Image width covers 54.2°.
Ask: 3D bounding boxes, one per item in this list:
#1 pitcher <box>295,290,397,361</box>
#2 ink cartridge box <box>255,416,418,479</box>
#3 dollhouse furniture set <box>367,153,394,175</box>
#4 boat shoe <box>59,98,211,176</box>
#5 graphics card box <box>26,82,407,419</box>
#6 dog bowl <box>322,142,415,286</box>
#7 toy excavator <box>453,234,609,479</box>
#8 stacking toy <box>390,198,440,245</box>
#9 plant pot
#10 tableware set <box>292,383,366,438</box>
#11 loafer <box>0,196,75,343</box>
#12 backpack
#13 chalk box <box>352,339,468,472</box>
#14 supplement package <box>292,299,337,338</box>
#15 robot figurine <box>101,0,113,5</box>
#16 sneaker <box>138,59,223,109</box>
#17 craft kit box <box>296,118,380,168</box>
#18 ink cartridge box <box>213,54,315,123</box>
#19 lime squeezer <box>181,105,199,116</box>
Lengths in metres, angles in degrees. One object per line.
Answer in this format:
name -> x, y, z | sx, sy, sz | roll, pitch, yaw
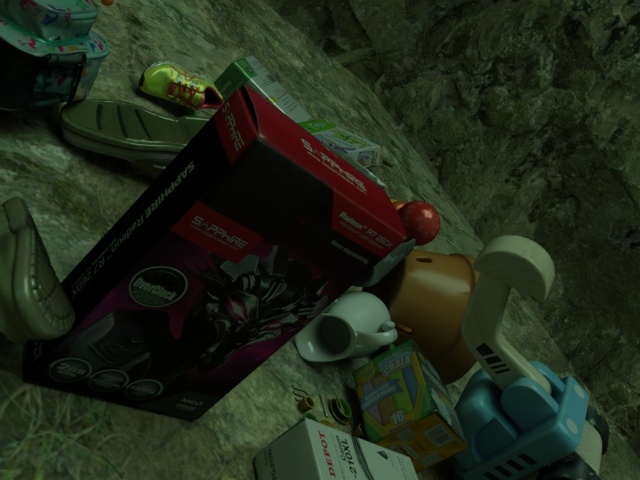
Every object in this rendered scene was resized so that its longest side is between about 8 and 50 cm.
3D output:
pitcher -> 0.075, 0.162, 1.148 | 0.207, 0.177, 0.126 | -8, 97, -64
ink cartridge box -> 0.042, 0.356, 0.819 | 0.237, 0.100, 0.172 | 33, 25, -37
dollhouse furniture set -> 0.065, -0.137, 1.620 | 0.161, 0.212, 0.242 | 28, 3, -44
boat shoe -> -0.292, -0.159, 1.070 | 0.302, 0.103, 0.113 | 5, 48, -33
graphics card box -> -0.115, 0.041, 0.680 | 0.232, 0.371, 0.094 | 31, 26, -42
dog bowl -> 0.011, -0.042, 1.227 | 0.348, 0.102, 0.349 | 31, -23, 14
toy excavator -> 0.341, 0.270, 1.131 | 0.445, 0.433, 0.222 | 46, 35, 4
stacking toy -> 0.133, -0.043, 1.337 | 0.141, 0.141, 0.330 | 40, -16, -22
plant pot -> 0.214, 0.140, 1.352 | 0.203, 0.291, 0.291 | 24, 27, -15
tableware set -> 0.021, 0.287, 1.014 | 0.154, 0.024, 0.104 | 33, 26, -37
loafer -> -0.311, 0.034, 0.611 | 0.268, 0.092, 0.102 | 30, -39, 58
backpack -> -0.438, -0.306, 0.919 | 0.225, 0.191, 0.253 | 34, 15, 1
chalk box -> 0.148, 0.278, 1.108 | 0.132, 0.132, 0.213 | 50, 15, -32
supplement package -> -0.111, 0.016, 1.059 | 0.262, 0.145, 0.204 | 42, 21, -16
robot figurine -> -0.516, -0.576, 1.333 | 0.219, 0.128, 0.158 | -92, 175, -60
sneaker -> -0.292, -0.326, 1.350 | 0.208, 0.082, 0.094 | -6, 43, -50
craft kit box -> -0.031, -0.214, 1.467 | 0.246, 0.061, 0.250 | -14, 32, -34
ink cartridge box -> -0.148, -0.357, 1.703 | 0.278, 0.117, 0.201 | 45, 21, -9
lime squeezer -> -0.214, -0.218, 1.407 | 0.310, 0.059, 0.110 | 44, 21, -11
